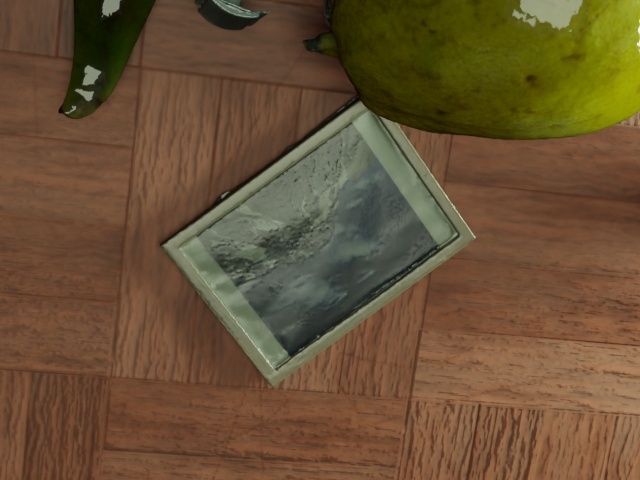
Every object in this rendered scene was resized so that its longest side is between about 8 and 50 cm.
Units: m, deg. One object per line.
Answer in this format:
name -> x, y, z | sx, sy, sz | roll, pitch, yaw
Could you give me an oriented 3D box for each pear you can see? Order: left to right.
pear -> 0.164, -0.221, 1.073 | 0.375, 0.287, 0.287 | -12, 106, 11

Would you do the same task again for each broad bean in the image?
broad bean -> -0.181, -0.277, 1.109 | 0.077, 0.061, 0.339 | 22, 99, -25

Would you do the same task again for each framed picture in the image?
framed picture -> 0.000, 0.000, 1.227 | 0.281, 0.019, 0.209 | -38, 106, 1

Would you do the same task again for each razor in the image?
razor -> -0.051, -0.320, 1.115 | 0.068, 0.106, 0.232 | 21, 90, -13

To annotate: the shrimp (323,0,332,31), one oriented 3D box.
shrimp -> 0.028, -0.217, 1.177 | 0.038, 0.029, 0.092 | -21, 100, 5
